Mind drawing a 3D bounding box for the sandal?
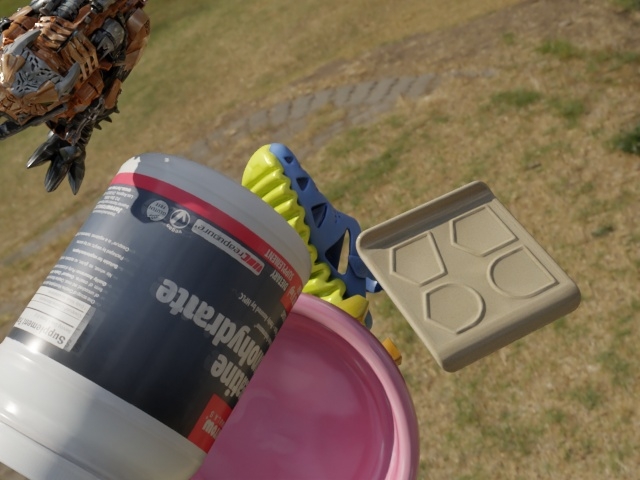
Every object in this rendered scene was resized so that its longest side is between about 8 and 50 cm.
[{"bbox_3d":[0.000,0.000,1.332,0.138,0.317,0.126,-35,14,-34],"label":"sandal"}]

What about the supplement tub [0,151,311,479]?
[{"bbox_3d":[-0.147,0.081,0.773,0.191,0.191,0.272,11,65,47],"label":"supplement tub"}]

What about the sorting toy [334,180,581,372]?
[{"bbox_3d":[0.146,0.062,1.192,0.307,0.041,0.229,-24,57,-15],"label":"sorting toy"}]

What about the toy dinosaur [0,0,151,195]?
[{"bbox_3d":[-0.216,-0.167,0.834,0.218,0.164,0.322,-40,-3,33],"label":"toy dinosaur"}]

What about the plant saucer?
[{"bbox_3d":[-0.055,0.209,1.003,0.332,0.332,0.084,-21,3,13],"label":"plant saucer"}]
